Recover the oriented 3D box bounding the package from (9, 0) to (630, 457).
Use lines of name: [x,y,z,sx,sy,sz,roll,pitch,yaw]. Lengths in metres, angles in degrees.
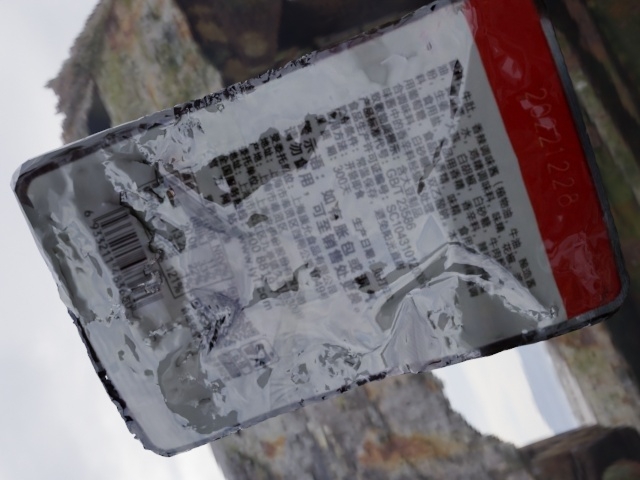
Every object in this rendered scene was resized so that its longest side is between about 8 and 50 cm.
package: [0.000,0.000,0.409,0.030,0.239,0.154,-66,-44,-73]
